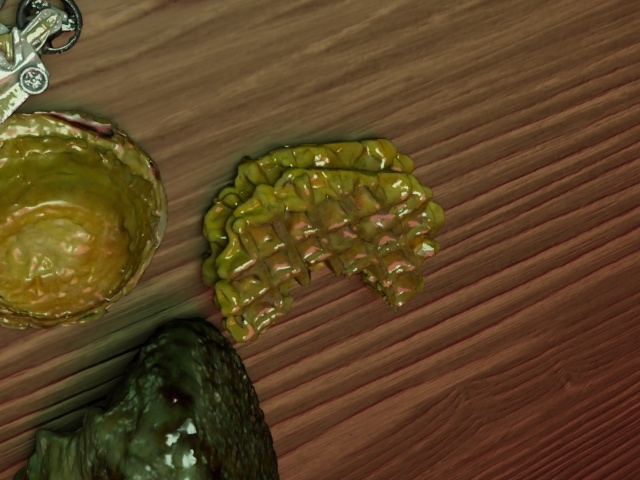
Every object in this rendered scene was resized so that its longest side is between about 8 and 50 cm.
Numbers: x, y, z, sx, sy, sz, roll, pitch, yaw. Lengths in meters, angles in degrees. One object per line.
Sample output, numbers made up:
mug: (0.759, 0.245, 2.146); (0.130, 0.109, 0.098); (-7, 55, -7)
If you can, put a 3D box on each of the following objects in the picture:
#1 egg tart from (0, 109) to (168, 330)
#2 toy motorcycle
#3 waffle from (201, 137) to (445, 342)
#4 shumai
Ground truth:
egg tart: (-0.306, -0.004, 0.817); (0.295, 0.116, 0.294); (-13, 125, -18)
toy motorcycle: (-0.346, -0.179, 0.701); (0.151, 0.074, 0.228); (39, 88, -22)
waffle: (0.000, 0.000, 0.964); (0.324, 0.151, 0.261); (-12, 121, -26)
shumai: (-0.244, 0.314, 0.966); (0.349, 0.395, 0.395); (-17, 130, 8)
